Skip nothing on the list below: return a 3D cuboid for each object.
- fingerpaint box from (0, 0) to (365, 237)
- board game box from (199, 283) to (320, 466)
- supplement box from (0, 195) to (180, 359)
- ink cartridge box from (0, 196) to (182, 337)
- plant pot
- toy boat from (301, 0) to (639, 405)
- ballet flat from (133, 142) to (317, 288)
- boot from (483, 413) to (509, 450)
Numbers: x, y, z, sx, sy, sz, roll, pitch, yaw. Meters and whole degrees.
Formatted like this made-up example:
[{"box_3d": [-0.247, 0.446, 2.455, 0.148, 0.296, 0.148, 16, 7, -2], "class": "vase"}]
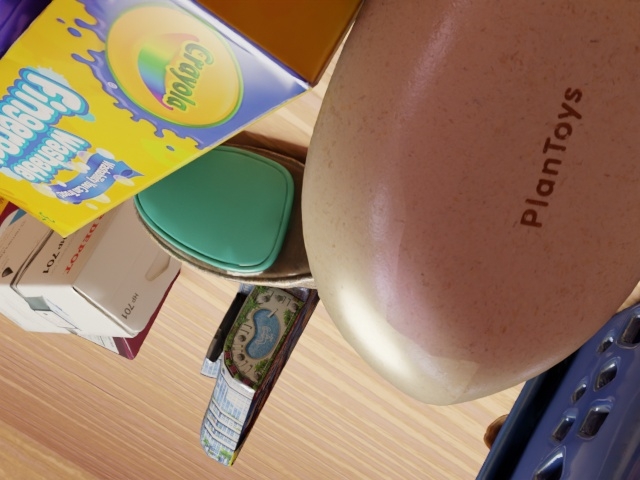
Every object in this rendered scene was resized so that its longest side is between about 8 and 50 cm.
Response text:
[{"box_3d": [-0.204, -0.192, 0.914, 0.371, 0.163, 0.445, 34, 159, -16], "class": "fingerpaint box"}, {"box_3d": [-0.045, 0.060, 1.342, 0.060, 0.194, 0.194, 25, 145, 5], "class": "board game box"}, {"box_3d": [-0.244, 0.024, 1.566, 0.188, 0.104, 0.081, 22, 159, 13], "class": "supplement box"}, {"box_3d": [-0.204, 0.007, 1.422, 0.082, 0.140, 0.190, 42, 155, -28], "class": "ink cartridge box"}, {"box_3d": [0.247, 0.182, 1.157, 0.236, 0.236, 0.212, 36, 164, -22], "class": "plant pot"}, {"box_3d": [0.140, -0.033, 0.823, 0.318, 0.267, 0.148, 16, -166, -23], "class": "toy boat"}, {"box_3d": [0.000, 0.000, 1.214, 0.316, 0.107, 0.106, 15, 169, 33], "class": "ballet flat"}, {"box_3d": [0.293, 0.241, 1.441, 0.283, 0.109, 0.220, 15, 153, 50], "class": "boot"}]
